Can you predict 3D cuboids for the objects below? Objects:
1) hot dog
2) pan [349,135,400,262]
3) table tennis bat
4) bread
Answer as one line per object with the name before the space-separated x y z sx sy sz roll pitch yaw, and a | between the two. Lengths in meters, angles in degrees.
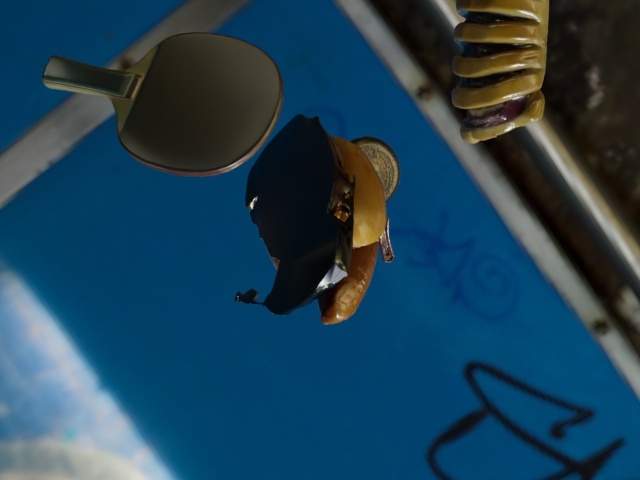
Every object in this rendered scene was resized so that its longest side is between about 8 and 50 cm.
hot dog | 0.003 -0.005 1.651 0.107 0.194 0.326 28 -144 -23
pan | 0.084 -0.058 2.311 0.040 0.115 0.212 24 135 60
table tennis bat | -0.162 -0.146 1.501 0.154 0.274 0.021 -68 -26 -15
bread | 0.205 -0.225 1.756 0.081 0.134 0.225 2 -87 -30
